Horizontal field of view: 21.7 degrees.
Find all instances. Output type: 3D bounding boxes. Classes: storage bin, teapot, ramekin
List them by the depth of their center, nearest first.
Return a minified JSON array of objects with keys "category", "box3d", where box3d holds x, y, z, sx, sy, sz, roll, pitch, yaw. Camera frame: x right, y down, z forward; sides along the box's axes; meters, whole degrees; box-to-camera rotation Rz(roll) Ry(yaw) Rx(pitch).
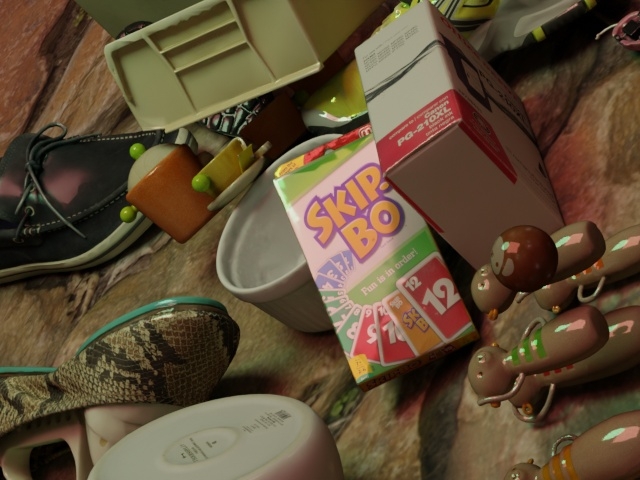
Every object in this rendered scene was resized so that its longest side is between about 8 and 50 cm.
[{"category":"teapot","box3d":[-0.086,0.266,1.519,0.252,0.187,0.256,-7,20,24]},{"category":"ramekin","box3d":[0.000,0.000,1.771,0.207,0.109,0.207,-34,33,26]},{"category":"storage bin","box3d":[-0.077,-0.255,1.914,0.260,0.123,0.262,-18,19,32]}]

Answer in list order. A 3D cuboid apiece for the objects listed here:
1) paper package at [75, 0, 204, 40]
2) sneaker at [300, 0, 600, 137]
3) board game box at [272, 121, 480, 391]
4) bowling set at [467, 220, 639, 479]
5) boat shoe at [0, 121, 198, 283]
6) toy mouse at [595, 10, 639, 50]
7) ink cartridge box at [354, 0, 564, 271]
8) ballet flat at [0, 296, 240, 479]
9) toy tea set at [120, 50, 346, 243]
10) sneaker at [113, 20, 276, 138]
[{"category":"paper package","box3d":[-0.175,-0.371,2.223,0.325,0.309,0.168,-4,50,49]},{"category":"sneaker","box3d":[0.131,-0.242,1.807,0.384,0.147,0.145,-32,11,18]},{"category":"board game box","box3d":[0.048,0.007,1.625,0.124,0.039,0.259,-25,62,5]},{"category":"bowling set","box3d":[0.175,0.064,1.394,0.154,0.200,0.287,-29,31,32]},{"category":"boat shoe","box3d":[-0.365,-0.062,2.276,0.500,0.156,0.187,-15,42,42]},{"category":"toy mouse","box3d":[0.345,-0.219,1.650,0.161,0.031,0.143,-33,33,26]},{"category":"ink cartridge box","box3d":[0.134,-0.105,1.653,0.100,0.172,0.237,-36,32,19]},{"category":"ballet flat","box3d":[-0.247,0.200,1.854,0.483,0.164,0.182,-21,61,48]},{"category":"toy tea set","box3d":[-0.102,-0.135,1.964,0.200,0.124,0.336,-40,5,44]},{"category":"sneaker","box3d":[-0.142,-0.198,2.201,0.283,0.124,0.107,32,85,34]}]
